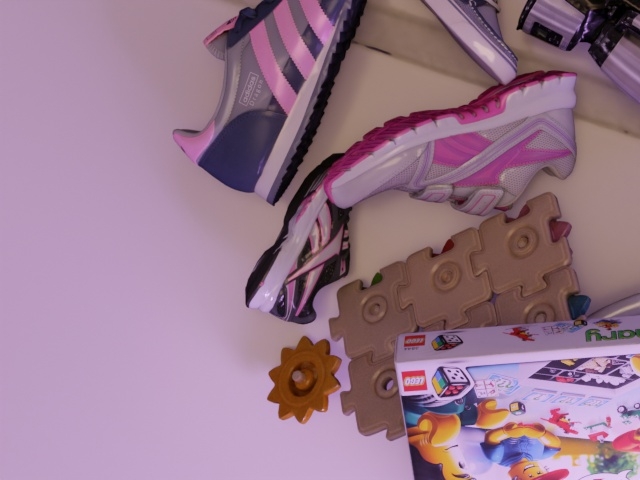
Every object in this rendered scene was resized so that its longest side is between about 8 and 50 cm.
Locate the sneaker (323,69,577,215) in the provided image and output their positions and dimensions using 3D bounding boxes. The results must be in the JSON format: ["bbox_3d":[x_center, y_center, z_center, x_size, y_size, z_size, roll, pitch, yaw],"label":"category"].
[{"bbox_3d":[0.128,-0.069,1.375,0.252,0.103,0.111,-19,100,-3],"label":"sneaker"}]

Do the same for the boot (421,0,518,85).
[{"bbox_3d":[0.140,-0.231,1.380,0.086,0.069,0.190,-40,63,5],"label":"boot"}]

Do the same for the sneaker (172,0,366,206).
[{"bbox_3d":[-0.037,-0.201,1.411,0.131,0.112,0.319,23,94,6],"label":"sneaker"}]

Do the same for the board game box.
[{"bbox_3d":[0.225,0.159,1.266,0.305,0.053,0.193,-5,117,10],"label":"board game box"}]

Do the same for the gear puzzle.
[{"bbox_3d":[0.093,0.096,1.390,0.339,0.044,0.175,-26,54,25],"label":"gear puzzle"}]

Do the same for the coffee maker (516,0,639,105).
[{"bbox_3d":[0.292,-0.212,1.364,0.178,0.120,0.171,37,62,6],"label":"coffee maker"}]

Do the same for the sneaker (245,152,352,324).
[{"bbox_3d":[0.000,0.000,1.442,0.077,0.072,0.178,30,95,-15],"label":"sneaker"}]

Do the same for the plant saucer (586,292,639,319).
[{"bbox_3d":[0.350,0.235,1.359,0.400,0.100,0.400,0,92,10],"label":"plant saucer"}]
